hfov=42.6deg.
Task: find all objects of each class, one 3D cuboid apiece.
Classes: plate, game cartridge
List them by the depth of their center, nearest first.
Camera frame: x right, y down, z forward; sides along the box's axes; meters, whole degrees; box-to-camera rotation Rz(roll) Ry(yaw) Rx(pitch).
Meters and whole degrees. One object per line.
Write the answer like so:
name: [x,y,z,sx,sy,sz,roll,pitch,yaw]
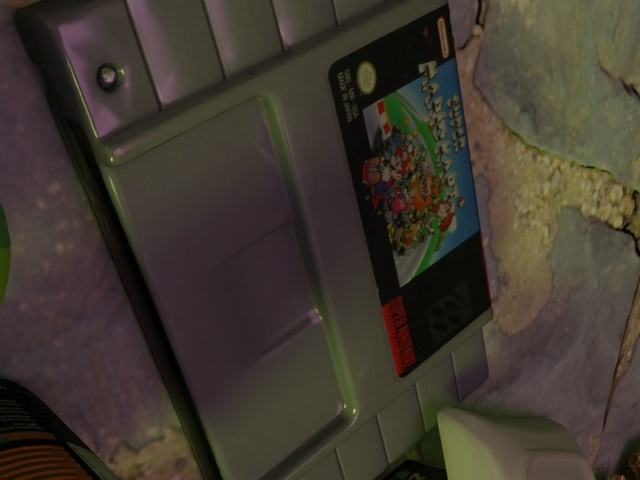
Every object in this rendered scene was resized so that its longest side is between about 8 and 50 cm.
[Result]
game cartridge: [0.000,0.000,0.482,0.230,0.068,0.355,-31,124,-25]
plate: [0.181,0.264,0.611,0.277,0.045,0.278,24,53,-57]

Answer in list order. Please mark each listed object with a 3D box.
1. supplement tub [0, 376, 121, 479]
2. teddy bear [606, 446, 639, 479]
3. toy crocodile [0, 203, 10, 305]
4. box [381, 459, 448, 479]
supplement tub: [-0.124,0.139,0.328,0.117,0.190,0.117,-16,115,-36]
teddy bear: [0.355,0.386,0.919,0.245,0.113,0.338,-44,122,-30]
toy crocodile: [-0.172,-0.055,0.242,0.105,0.115,0.340,-63,156,-71]
box: [0.020,0.350,0.556,0.322,0.079,0.257,-29,104,-30]
